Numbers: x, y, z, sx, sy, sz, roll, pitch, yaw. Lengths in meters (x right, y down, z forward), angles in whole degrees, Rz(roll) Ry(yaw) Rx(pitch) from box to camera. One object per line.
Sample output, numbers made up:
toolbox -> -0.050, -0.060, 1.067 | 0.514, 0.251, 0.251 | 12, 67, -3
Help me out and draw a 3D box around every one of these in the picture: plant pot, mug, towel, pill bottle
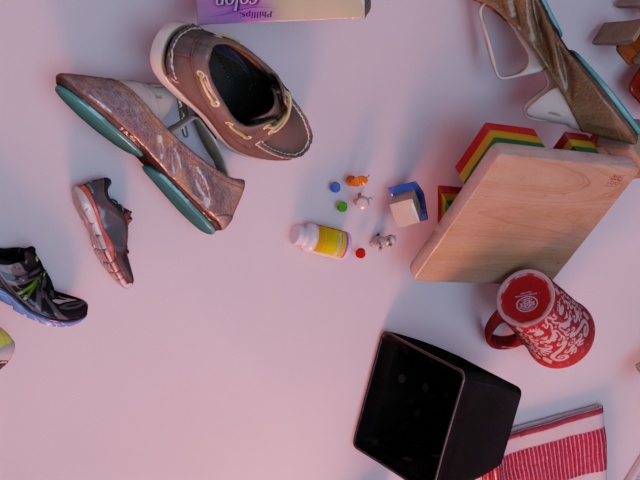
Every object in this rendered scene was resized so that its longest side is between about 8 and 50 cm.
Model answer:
plant pot -> 0.187, 0.257, 1.953 | 0.167, 0.187, 0.188 | 9, 100, -39
mug -> 0.323, 0.127, 1.979 | 0.150, 0.113, 0.169 | -42, 145, 6
towel -> 0.377, 0.449, 2.168 | 0.237, 0.037, 0.329 | -12, 109, -23
pill bottle -> 0.000, 0.000, 1.864 | 0.083, 0.043, 0.043 | 14, 98, -28

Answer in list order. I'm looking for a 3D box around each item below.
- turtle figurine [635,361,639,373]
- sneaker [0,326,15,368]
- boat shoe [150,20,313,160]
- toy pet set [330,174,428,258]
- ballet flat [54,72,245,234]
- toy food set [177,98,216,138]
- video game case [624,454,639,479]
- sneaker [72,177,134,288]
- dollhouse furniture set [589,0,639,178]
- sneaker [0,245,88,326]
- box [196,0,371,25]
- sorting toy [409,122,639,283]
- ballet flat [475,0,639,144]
turtle figurine -> 0.671, 0.201, 2.126 | 0.266, 0.198, 0.275 | -35, 75, 6
sneaker -> -0.524, 0.042, 1.577 | 0.384, 0.145, 0.147 | 33, 89, -30
boat shoe -> -0.094, -0.179, 1.698 | 0.305, 0.091, 0.109 | 36, 75, -50
toy pet set -> 0.089, -0.052, 1.897 | 0.114, 0.065, 0.122 | -14, 111, 16
ballet flat -> -0.211, -0.138, 1.705 | 0.106, 0.107, 0.316 | -53, 127, -13
toy food set -> -0.129, -0.177, 1.769 | 0.122, 0.019, 0.078 | -15, 110, -21
video game case -> 0.584, 0.427, 2.267 | 0.143, 0.019, 0.157 | 33, 89, -28
sneaker -> -0.269, -0.011, 1.729 | 0.065, 0.061, 0.158 | -29, 115, -22
dollhouse furniture set -> 0.504, -0.224, 2.013 | 0.262, 0.135, 0.259 | 41, 74, -28
sneaker -> -0.375, 0.051, 1.690 | 0.188, 0.067, 0.078 | 34, 95, -25
box -> -0.049, -0.400, 1.641 | 0.213, 0.117, 0.243 | -2, 106, 7
sorting toy -> 0.279, -0.054, 1.897 | 0.257, 0.089, 0.255 | 3, 136, -32
ballet flat -> 0.316, -0.253, 1.877 | 0.124, 0.116, 0.342 | -36, 98, 7
